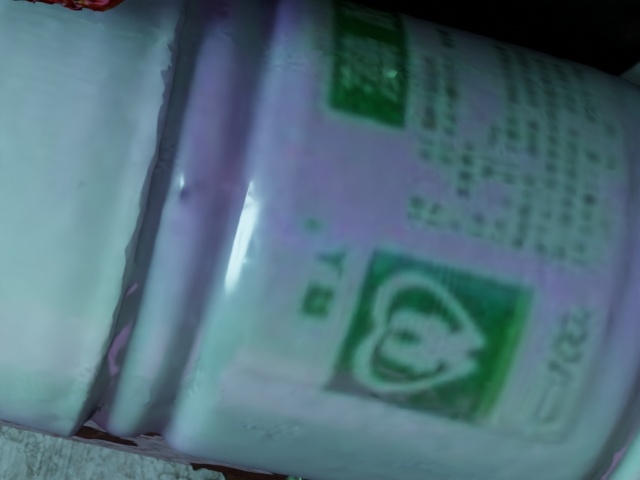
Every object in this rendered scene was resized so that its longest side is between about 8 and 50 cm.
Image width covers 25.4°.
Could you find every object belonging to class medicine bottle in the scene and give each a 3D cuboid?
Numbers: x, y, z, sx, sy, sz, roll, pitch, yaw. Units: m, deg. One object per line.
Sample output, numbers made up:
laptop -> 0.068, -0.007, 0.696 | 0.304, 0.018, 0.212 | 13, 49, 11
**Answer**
medicine bottle -> 0.000, 0.000, 0.619 | 0.325, 0.212, 0.212 | 13, 164, -10

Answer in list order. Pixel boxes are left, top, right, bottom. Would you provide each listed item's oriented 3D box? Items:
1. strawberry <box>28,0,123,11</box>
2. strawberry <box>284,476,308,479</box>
strawberry -> -0.097, -0.120, 0.488 | 0.096, 0.083, 0.083 | 43, 164, 4
strawberry -> 0.075, 0.137, 1.174 | 0.286, 0.188, 0.106 | -8, -163, 10
